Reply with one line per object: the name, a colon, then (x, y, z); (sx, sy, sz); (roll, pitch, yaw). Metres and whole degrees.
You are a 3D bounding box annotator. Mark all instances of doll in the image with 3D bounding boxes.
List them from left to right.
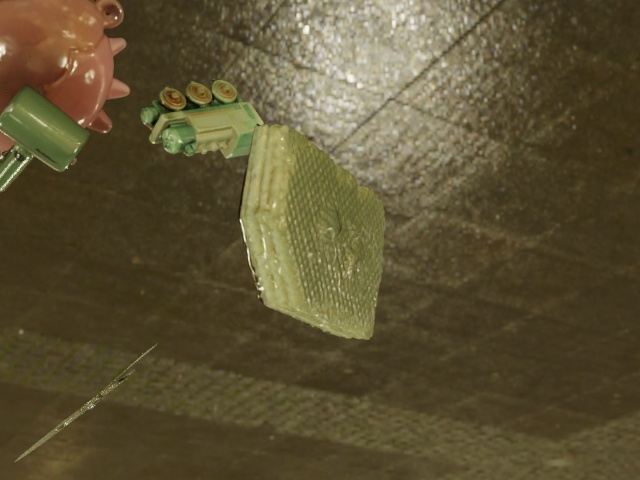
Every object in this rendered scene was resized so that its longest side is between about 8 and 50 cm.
doll: (-0.316, -0.170, 1.021); (0.262, 0.093, 0.211); (-46, 120, 1)

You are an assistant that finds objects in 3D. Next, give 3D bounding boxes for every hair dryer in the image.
hair dryer: (-0.273, -0.070, 0.859); (0.071, 0.047, 0.150); (39, 128, -18)

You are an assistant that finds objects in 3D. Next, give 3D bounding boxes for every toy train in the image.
toy train: (-0.187, -0.187, 1.522); (0.194, 0.125, 0.080); (-17, 154, -42)

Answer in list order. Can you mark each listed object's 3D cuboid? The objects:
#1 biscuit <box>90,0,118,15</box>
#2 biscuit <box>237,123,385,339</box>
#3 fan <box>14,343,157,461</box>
biscuit: (-0.398, -0.297, 1.290); (0.268, 0.366, 0.115); (-40, 123, -2)
biscuit: (0.000, 0.000, 0.884); (0.052, 0.150, 0.252); (2, 166, 25)
fan: (-0.353, 0.251, 1.504); (0.012, 0.233, 0.415); (51, 137, 0)
